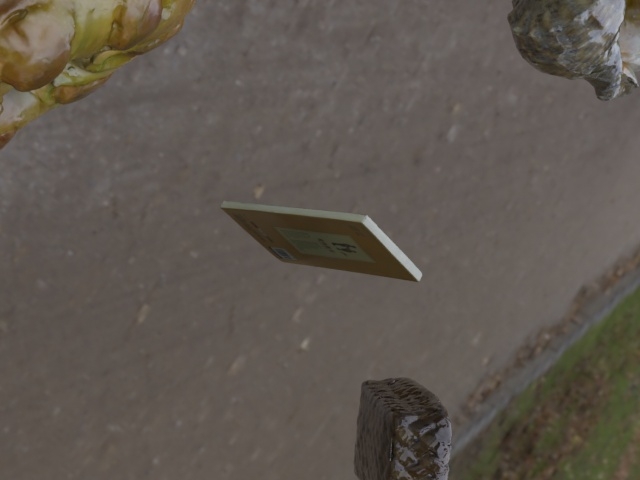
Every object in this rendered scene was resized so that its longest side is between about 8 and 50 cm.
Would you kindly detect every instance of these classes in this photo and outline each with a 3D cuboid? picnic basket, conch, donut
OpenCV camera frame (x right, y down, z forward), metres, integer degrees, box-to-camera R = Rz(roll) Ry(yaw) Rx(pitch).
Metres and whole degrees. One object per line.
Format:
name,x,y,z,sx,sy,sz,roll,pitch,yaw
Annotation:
picnic basket,0.067,0.181,1.073,0.193,0.054,0.110,-165,-100,-81
conch,0.253,-0.198,1.093,0.155,0.130,0.207,-35,132,16
donut,-0.184,-0.127,0.720,0.226,0.114,0.226,-34,-175,3

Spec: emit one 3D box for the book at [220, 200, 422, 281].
book,0.000,0.000,1.178,0.118,0.172,0.012,43,62,-47
